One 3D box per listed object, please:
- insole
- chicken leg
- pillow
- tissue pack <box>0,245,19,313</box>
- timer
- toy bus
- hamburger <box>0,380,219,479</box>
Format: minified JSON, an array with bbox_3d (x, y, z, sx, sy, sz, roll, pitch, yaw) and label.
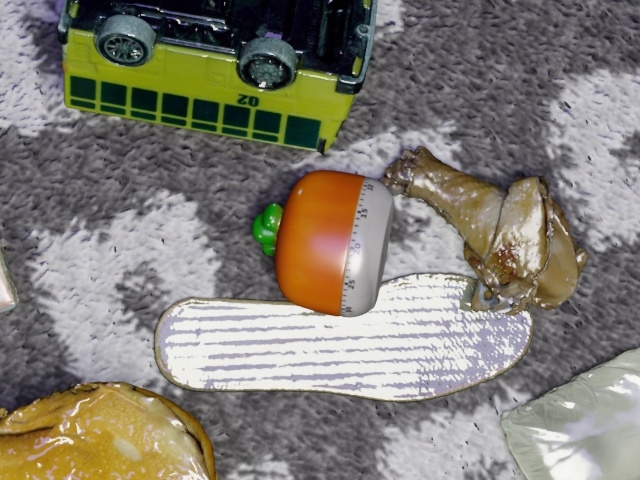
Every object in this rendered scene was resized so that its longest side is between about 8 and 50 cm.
[{"bbox_3d":[0.023,0.090,1.515,0.348,0.009,0.119,-1,85,-4],"label":"insole"},{"bbox_3d":[0.154,-0.019,1.501,0.125,0.080,0.196,-35,83,-5],"label":"chicken leg"},{"bbox_3d":[0.285,0.167,1.504,0.229,0.051,0.128,-25,89,-7],"label":"pillow"},{"bbox_3d":[-0.320,0.041,1.473,0.094,0.059,0.074,-18,89,-5],"label":"tissue pack"},{"bbox_3d":[0.000,0.000,1.481,0.136,0.099,0.136,-3,63,6],"label":"timer"},{"bbox_3d":[-0.090,-0.171,1.460,0.262,0.150,0.128,10,57,-2],"label":"toy bus"},{"bbox_3d":[-0.190,0.242,1.415,0.244,0.163,0.244,-1,81,3],"label":"hamburger"}]
